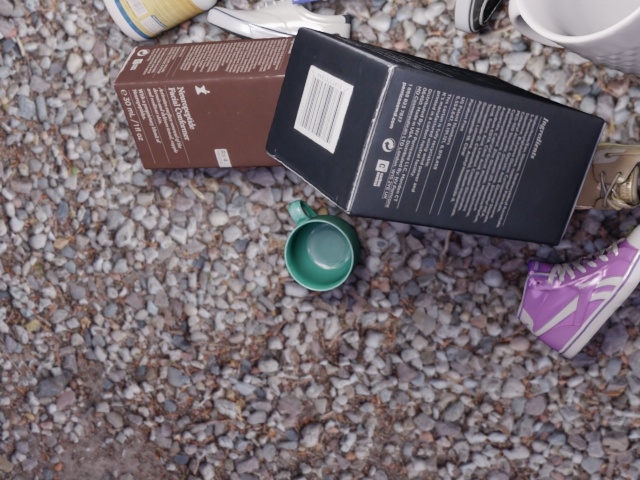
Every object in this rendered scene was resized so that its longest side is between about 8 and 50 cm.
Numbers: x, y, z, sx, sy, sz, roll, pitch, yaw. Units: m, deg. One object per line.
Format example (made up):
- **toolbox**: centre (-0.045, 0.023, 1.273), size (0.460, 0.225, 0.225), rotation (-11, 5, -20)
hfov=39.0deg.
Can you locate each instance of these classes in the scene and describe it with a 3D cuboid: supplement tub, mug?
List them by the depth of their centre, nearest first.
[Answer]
- **mug**: centre (0.456, -0.369, 1.347), size (0.374, 0.328, 0.276), rotation (-8, 75, 49)
- **supplement tub**: centre (-0.269, -0.453, 1.592), size (0.199, 0.144, 0.144), rotation (-22, 96, 17)
- **mug**: centre (0.008, 0.005, 1.643), size (0.129, 0.097, 0.158), rotation (5, 102, 13)

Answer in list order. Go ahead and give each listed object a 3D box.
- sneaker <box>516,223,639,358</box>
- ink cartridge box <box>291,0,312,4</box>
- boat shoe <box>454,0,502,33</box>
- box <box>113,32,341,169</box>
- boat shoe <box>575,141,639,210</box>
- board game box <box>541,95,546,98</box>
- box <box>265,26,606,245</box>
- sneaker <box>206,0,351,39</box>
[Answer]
- **sneaker**: centre (0.446, 0.055, 1.545), size (0.161, 0.102, 0.282), rotation (37, 108, 7)
- **ink cartridge box**: centre (0.087, -0.507, 1.484), size (0.311, 0.065, 0.186), rotation (-10, 124, 6)
- **boat shoe**: centre (0.319, -0.466, 1.449), size (0.105, 0.113, 0.306), rotation (32, 107, 21)
- **box**: centre (-0.143, -0.236, 1.576), size (0.381, 0.143, 0.191), rotation (-2, 131, 14)
- **boat shoe**: centre (0.488, -0.100, 1.476), size (0.302, 0.098, 0.109), rotation (-7, 113, 6)
- **board game box**: centre (0.373, -0.145, 1.549), size (0.092, 0.043, 0.181), rotation (29, 107, 6)
- **box**: centre (0.166, -0.158, 1.376), size (0.395, 0.293, 0.212), rotation (7, 108, -29)
- **sneaker**: centre (-0.069, -0.386, 1.594), size (0.258, 0.094, 0.091), rotation (14, 95, 2)
